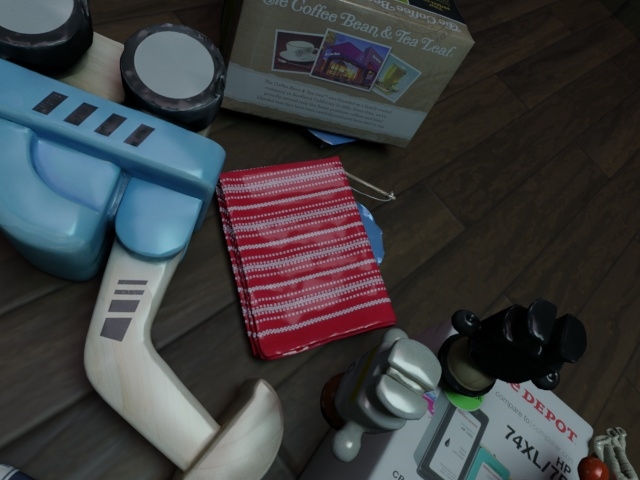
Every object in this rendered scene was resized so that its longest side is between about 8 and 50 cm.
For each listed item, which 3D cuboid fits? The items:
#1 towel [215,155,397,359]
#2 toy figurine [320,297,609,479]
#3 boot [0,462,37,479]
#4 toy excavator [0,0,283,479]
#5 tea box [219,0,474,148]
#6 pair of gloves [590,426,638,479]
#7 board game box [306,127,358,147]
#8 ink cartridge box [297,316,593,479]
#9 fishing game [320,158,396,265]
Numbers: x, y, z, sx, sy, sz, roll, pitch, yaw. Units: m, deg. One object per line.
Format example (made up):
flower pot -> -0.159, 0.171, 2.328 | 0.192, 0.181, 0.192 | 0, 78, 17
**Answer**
towel -> -0.024, 0.011, 0.662 | 0.199, 0.031, 0.274 | -10, 69, -18
toy figurine -> 0.110, 0.163, 0.364 | 0.210, 0.148, 0.213 | -10, 69, -22
boot -> -0.287, 0.289, 0.388 | 0.086, 0.069, 0.190 | 28, 52, -5
toy excavator -> -0.216, 0.006, 0.530 | 0.433, 0.222, 0.445 | 20, 70, -14
tea box -> 0.017, -0.362, 0.789 | 0.329, 0.220, 0.323 | 9, 51, -19
pair of gloves -> 0.276, 0.288, 0.449 | 0.240, 0.042, 0.204 | 23, 72, -62
board game box -> 0.024, -0.213, 0.849 | 0.169, 0.033, 0.133 | -19, 65, -35
ink cartridge box -> 0.114, 0.260, 0.516 | 0.198, 0.197, 0.270 | 41, 53, 1
fishing game -> 0.000, 0.000, 0.712 | 0.189, 0.041, 0.264 | 23, 60, -3
